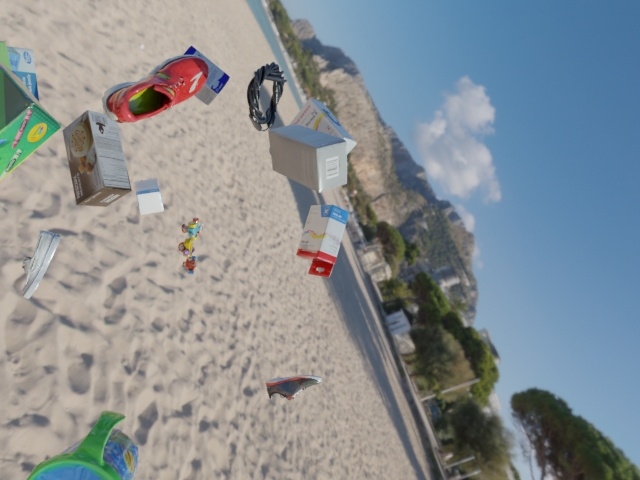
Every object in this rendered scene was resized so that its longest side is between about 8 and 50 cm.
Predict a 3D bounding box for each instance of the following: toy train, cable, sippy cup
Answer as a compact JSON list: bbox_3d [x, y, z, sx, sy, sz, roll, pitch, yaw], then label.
[{"bbox_3d":[-0.398,0.014,1.406,0.125,0.046,0.166,99,-2,-72],"label":"toy train"},{"bbox_3d":[-0.126,-0.351,1.116,0.047,0.151,0.184,27,-9,11],"label":"cable"},{"bbox_3d":[-0.568,0.591,1.150,0.240,0.305,0.224,54,1,-5],"label":"sippy cup"}]

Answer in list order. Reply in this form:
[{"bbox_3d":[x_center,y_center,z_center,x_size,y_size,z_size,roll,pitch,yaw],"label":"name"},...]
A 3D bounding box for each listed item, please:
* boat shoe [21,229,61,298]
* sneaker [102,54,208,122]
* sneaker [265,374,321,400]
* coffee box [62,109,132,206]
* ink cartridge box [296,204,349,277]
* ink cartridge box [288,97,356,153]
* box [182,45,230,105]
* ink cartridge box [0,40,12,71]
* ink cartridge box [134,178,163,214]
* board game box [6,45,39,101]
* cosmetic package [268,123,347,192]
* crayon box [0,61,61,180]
[{"bbox_3d":[-1.099,0.089,1.786,0.088,0.268,0.096,26,-3,-29],"label":"boat shoe"},{"bbox_3d":[-0.362,-0.345,1.085,0.118,0.279,0.107,23,-36,39],"label":"sneaker"},{"bbox_3d":[-0.073,0.409,1.286,0.061,0.157,0.065,73,10,-72],"label":"sneaker"},{"bbox_3d":[-0.670,-0.240,1.387,0.098,0.141,0.247,1,71,-58],"label":"coffee box"},{"bbox_3d":[0.000,0.000,1.566,0.078,0.231,0.134,23,-12,-33],"label":"ink cartridge box"},{"bbox_3d":[-0.002,-0.362,1.614,0.093,0.154,0.212,2,48,-56],"label":"ink cartridge box"},{"bbox_3d":[-0.355,-0.481,1.364,0.137,0.072,0.126,36,-17,-22],"label":"box"},{"bbox_3d":[-0.756,-0.391,1.046,0.062,0.209,0.109,-34,127,-58],"label":"ink cartridge box"},{"bbox_3d":[-0.690,-0.182,1.862,0.143,0.090,0.092,-124,-151,-50],"label":"ink cartridge box"},{"bbox_3d":[-0.991,-0.425,1.304,0.079,0.336,0.254,-5,-88,50],"label":"board game box"},{"bbox_3d":[-0.039,-0.230,1.264,0.238,0.107,0.127,36,-42,46],"label":"cosmetic package"},{"bbox_3d":[-0.643,-0.182,0.850,0.165,0.278,0.081,43,-6,20],"label":"crayon box"}]
